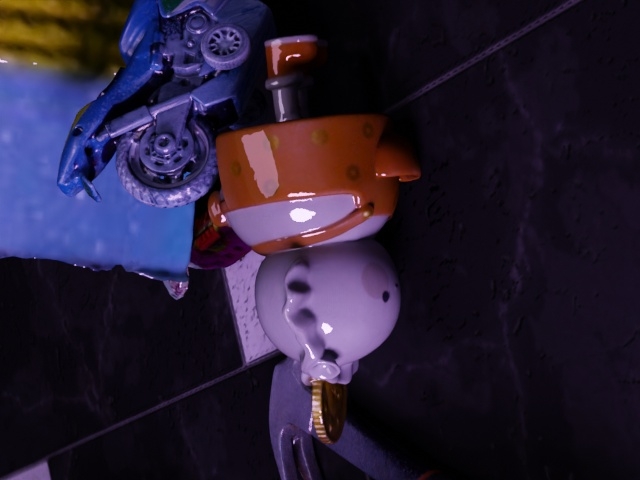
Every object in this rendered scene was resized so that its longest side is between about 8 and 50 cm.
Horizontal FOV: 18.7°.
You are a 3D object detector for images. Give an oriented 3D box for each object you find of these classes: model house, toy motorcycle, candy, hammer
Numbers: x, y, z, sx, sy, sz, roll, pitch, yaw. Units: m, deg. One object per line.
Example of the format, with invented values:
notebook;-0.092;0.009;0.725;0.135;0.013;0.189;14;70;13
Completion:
model house;-0.220;-0.123;1.478;0.215;0.237;0.303;25;107;61
toy motorcycle;-0.103;-0.136;1.370;0.135;0.092;0.254;15;67;15
candy;-0.071;-0.007;1.483;0.175;0.043;0.045;-38;54;48
hammer;0.054;0.165;1.337;0.290;0.037;0.137;34;121;47

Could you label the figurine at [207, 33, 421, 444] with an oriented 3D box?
figurine;-0.009;-0.002;1.311;0.143;0.143;0.271;11;94;53
